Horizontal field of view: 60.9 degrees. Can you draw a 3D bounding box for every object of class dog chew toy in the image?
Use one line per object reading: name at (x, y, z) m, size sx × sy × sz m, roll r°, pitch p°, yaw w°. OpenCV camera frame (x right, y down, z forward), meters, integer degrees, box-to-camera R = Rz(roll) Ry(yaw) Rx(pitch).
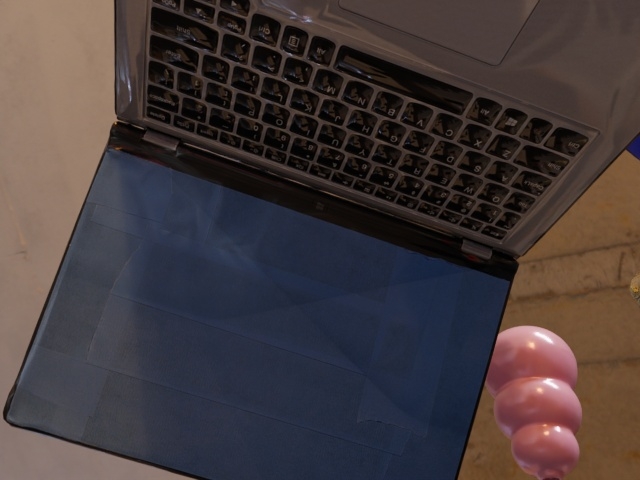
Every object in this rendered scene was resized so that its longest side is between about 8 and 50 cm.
dog chew toy at (0.468, 0.354, 1.185) m, size 0.207 × 0.331 × 0.206 m, roll 3°, pitch -44°, yaw 3°

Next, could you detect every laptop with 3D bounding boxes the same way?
laptop at (0.000, 0.000, 0.377) m, size 0.382 × 0.236 × 0.408 m, roll 18°, pitch -41°, yaw -6°

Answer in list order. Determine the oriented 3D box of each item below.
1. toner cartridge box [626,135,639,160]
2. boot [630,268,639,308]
toner cartridge box at (0.578, -0.201, 0.830) m, size 0.165 × 0.348 × 0.075 m, roll 49°, pitch -36°, yaw 19°
boot at (0.450, 0.044, 0.661) m, size 0.095 × 0.262 × 0.203 m, roll 37°, pitch -33°, yaw 19°
